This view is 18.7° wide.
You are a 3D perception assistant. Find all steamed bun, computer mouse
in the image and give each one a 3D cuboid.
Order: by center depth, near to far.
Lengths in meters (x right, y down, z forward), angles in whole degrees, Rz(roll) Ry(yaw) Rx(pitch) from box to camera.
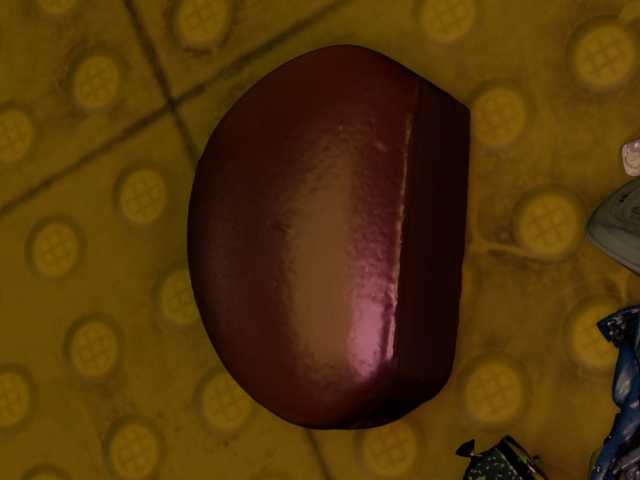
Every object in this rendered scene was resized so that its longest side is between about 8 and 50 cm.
[{"bbox_3d":[0.393,0.028,1.840,0.288,0.159,0.097,18,125,28],"label":"computer mouse"},{"bbox_3d":[0.000,0.000,1.971,0.248,0.235,0.379,3,85,23],"label":"steamed bun"}]

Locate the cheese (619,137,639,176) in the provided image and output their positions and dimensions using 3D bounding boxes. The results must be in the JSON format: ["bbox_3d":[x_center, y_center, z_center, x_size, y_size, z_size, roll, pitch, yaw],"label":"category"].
[{"bbox_3d":[0.413,-0.114,1.894,0.251,0.054,0.127,-17,77,23],"label":"cheese"}]

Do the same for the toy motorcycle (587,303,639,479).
[{"bbox_3d":[0.321,0.146,1.877,0.135,0.092,0.254,8,70,20],"label":"toy motorcycle"}]

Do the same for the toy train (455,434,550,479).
[{"bbox_3d":[0.233,0.318,1.867,0.100,0.160,0.296,-36,68,-6],"label":"toy train"}]
